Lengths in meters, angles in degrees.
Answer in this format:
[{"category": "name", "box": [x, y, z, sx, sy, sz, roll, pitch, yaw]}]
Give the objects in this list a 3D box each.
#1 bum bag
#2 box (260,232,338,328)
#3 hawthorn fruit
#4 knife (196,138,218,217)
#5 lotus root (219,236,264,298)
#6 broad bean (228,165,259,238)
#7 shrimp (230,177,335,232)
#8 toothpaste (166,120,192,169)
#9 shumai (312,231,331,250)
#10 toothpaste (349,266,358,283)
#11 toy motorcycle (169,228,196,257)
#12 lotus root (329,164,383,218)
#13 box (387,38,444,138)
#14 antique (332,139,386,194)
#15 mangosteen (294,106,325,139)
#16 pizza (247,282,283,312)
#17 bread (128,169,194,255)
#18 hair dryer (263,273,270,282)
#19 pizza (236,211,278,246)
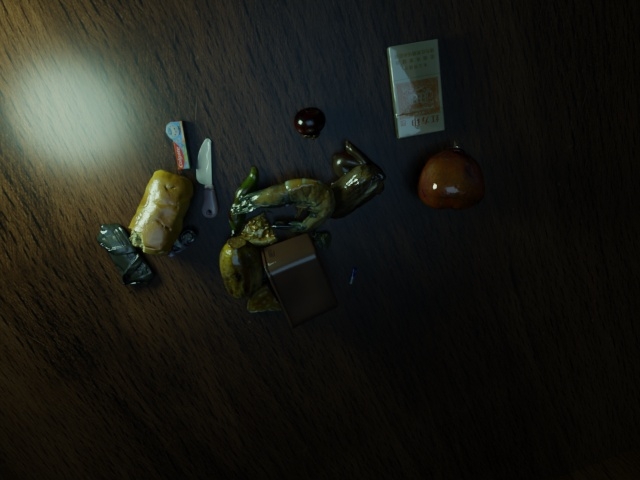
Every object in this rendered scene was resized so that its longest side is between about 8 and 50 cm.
[{"category": "bum bag", "box": [-0.860, 0.071, 1.878, 0.142, 0.079, 0.326, -28, 107, 0]}, {"category": "box", "box": [-0.088, 0.167, 1.880, 0.229, 0.239, 0.339, -23, 115, -1]}, {"category": "hawthorn fruit", "box": [0.552, -0.276, 1.817, 0.276, 0.276, 0.307, 6, 85, -7]}, {"category": "knife", "box": [-0.489, -0.263, 1.841, 0.081, 0.043, 0.335, -2, 101, 2]}, {"category": "lotus root", "box": [-0.338, 0.115, 1.876, 0.193, 0.193, 0.290, -9, 121, -2]}, {"category": "broad bean", "box": [-0.343, -0.160, 1.862, 0.077, 0.061, 0.338, 17, 105, -17]}, {"category": "shrimp", "box": [-0.157, -0.134, 1.822, 0.445, 0.085, 0.272, -7, 130, 3]}, {"category": "toothpaste", "box": [-0.586, -0.393, 1.780, 0.070, 0.044, 0.193, -5, 107, -2]}, {"category": "shumai", "box": [0.000, 0.000, 1.951, 0.081, 0.082, 0.083, 10, 94, 31]}, {"category": "toothpaste", "box": [0.154, 0.166, 2.031, 0.024, 0.015, 0.083, 15, 100, -18]}, {"category": "toy motorcycle", "box": [-0.662, 0.001, 1.878, 0.225, 0.073, 0.152, 13, 108, -9]}, {"category": "lotus root", "box": [0.112, -0.184, 1.820, 0.167, 0.078, 0.329, 42, 128, -11]}, {"category": "box", "box": [0.399, -0.627, 1.793, 0.205, 0.051, 0.365, -11, 107, -2]}, {"category": "antique", "box": [0.169, -0.293, 1.840, 0.257, 0.121, 0.143, 36, 106, -13]}, {"category": "mangosteen", "box": [-0.041, -0.477, 1.771, 0.140, 0.140, 0.140, -1, 107, -5]}, {"category": "pizza", "box": [-0.243, 0.277, 2.007, 0.176, 0.036, 0.184, 16, 121, -17]}, {"category": "bread", "box": [-0.648, -0.110, 1.759, 0.195, 0.149, 0.343, 19, 85, -5]}, {"category": "hair dryer", "box": [-0.241, 0.159, 1.959, 0.031, 0.083, 0.079, 2, 100, 12]}, {"category": "pizza", "box": [-0.271, -0.048, 1.905, 0.182, 0.062, 0.161, 14, 100, -7]}]
